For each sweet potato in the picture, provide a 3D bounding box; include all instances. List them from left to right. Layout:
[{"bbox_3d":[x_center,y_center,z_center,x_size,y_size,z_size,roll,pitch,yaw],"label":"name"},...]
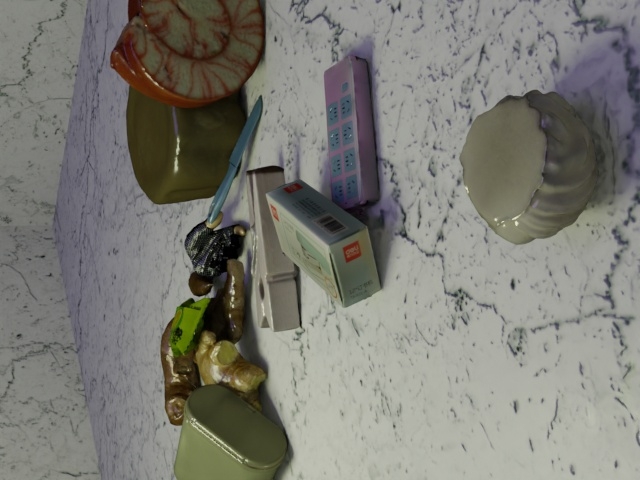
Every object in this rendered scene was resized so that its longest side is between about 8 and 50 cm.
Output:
[{"bbox_3d":[-0.295,0.107,1.981,0.274,0.067,0.067,-167,77,-76],"label":"sweet potato"}]

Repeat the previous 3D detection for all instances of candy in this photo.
[{"bbox_3d":[-0.309,0.196,1.852,0.246,0.069,0.149,-16,55,68],"label":"candy"}]

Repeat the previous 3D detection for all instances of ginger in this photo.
[{"bbox_3d":[-0.369,0.333,2.119,0.133,0.107,0.310,133,135,-71],"label":"ginger"},{"bbox_3d":[-0.232,0.191,1.886,0.333,0.080,0.166,-49,51,46],"label":"ginger"},{"bbox_3d":[-0.199,0.301,1.781,0.216,0.102,0.157,45,133,15],"label":"ginger"}]

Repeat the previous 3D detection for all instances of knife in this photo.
[{"bbox_3d":[-0.192,-0.178,1.791,0.044,0.019,0.313,43,112,46],"label":"knife"}]

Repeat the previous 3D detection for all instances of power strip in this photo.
[{"bbox_3d":[0.051,-0.180,1.381,0.109,0.037,0.279,-15,78,62],"label":"power strip"}]

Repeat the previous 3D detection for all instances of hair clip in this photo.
[{"bbox_3d":[-0.096,0.016,1.616,0.101,0.085,0.331,-2,95,64],"label":"hair clip"}]

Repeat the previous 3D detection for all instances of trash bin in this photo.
[{"bbox_3d":[-0.206,0.467,1.729,0.243,0.121,0.248,34,129,17],"label":"trash bin"}]

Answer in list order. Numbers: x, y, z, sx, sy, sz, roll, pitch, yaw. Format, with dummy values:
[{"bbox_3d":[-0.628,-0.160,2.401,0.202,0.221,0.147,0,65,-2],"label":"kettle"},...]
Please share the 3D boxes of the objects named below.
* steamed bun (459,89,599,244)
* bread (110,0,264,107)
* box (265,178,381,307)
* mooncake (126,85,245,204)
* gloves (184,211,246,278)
[{"bbox_3d":[0.253,-0.088,0.938,0.182,0.106,0.183,-8,81,60],"label":"steamed bun"},{"bbox_3d":[-0.269,-0.446,1.696,0.114,0.295,0.328,2,75,61],"label":"bread"},{"bbox_3d":[0.000,0.000,1.399,0.269,0.079,0.135,40,150,55],"label":"box"},{"bbox_3d":[-0.324,-0.276,1.928,0.378,0.200,0.379,17,109,58],"label":"mooncake"},{"bbox_3d":[-0.227,0.009,1.869,0.180,0.106,0.129,-19,66,34],"label":"gloves"}]
